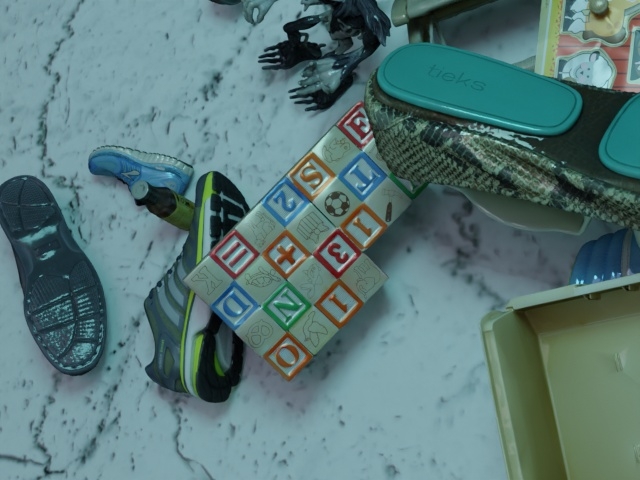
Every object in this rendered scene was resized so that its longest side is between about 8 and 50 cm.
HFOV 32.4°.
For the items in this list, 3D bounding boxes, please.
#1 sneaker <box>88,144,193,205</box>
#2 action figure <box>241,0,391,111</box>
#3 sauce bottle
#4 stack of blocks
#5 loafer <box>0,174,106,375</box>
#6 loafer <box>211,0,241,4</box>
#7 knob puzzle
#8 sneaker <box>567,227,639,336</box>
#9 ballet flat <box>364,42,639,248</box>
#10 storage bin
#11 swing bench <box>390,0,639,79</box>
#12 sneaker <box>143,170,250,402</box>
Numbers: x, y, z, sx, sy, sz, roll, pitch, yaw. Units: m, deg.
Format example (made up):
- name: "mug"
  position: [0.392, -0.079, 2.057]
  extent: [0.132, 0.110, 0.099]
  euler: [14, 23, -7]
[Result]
- name: "sneaker"
  position: [-0.255, -0.086, 1.509]
  extent: [0.162, 0.063, 0.073]
  euler: [11, 83, 27]
- name: "action figure"
  position: [-0.004, -0.252, 1.324]
  extent: [0.141, 0.275, 0.164]
  euler: [-28, 78, -20]
- name: "sauce bottle"
  position: [-0.200, -0.047, 1.434]
  extent: [0.042, 0.128, 0.042]
  euler: [-6, 73, 21]
- name: "stack of blocks"
  position: [0.000, 0.000, 1.307]
  extent: [0.171, 0.087, 0.297]
  euler: [44, 84, -5]
- name: "loafer"
  position: [-0.366, 0.053, 1.519]
  extent: [0.109, 0.095, 0.302]
  euler: [-20, 70, -14]
- name: "loafer"
  position: [-0.112, -0.444, 1.541]
  extent: [0.084, 0.096, 0.267]
  euler: [3, 69, 46]
- name: "knob puzzle"
  position: [0.311, -0.197, 1.105]
  extent: [0.213, 0.030, 0.213]
  euler: [-5, 78, 25]
- name: "sneaker"
  position: [0.362, 0.125, 1.141]
  extent: [0.208, 0.127, 0.318]
  euler: [-20, 74, 31]
- name: "ballet flat"
  position: [0.264, -0.071, 1.058]
  extent: [0.483, 0.182, 0.164]
  euler: [15, 50, 31]
- name: "storage bin"
  position: [0.309, 0.156, 1.027]
  extent: [0.262, 0.123, 0.260]
  euler: [-17, 78, 32]
- name: "swing bench"
  position: [0.232, -0.227, 1.266]
  extent: [0.253, 0.165, 0.254]
  euler: [-19, 69, 21]
- name: "sneaker"
  position: [-0.165, 0.054, 1.405]
  extent: [0.121, 0.111, 0.299]
  euler: [-1, 73, 29]
